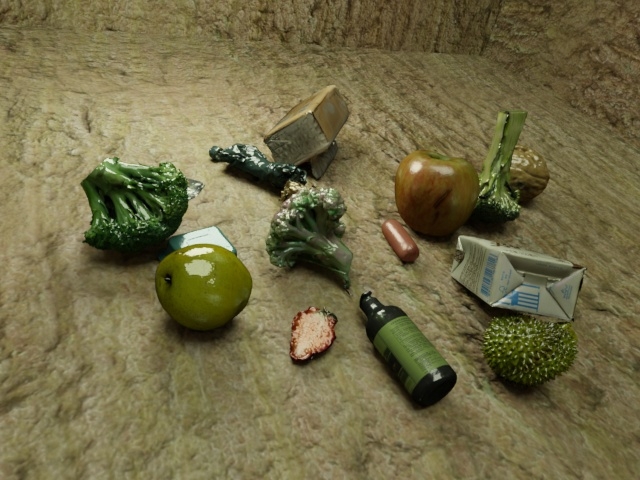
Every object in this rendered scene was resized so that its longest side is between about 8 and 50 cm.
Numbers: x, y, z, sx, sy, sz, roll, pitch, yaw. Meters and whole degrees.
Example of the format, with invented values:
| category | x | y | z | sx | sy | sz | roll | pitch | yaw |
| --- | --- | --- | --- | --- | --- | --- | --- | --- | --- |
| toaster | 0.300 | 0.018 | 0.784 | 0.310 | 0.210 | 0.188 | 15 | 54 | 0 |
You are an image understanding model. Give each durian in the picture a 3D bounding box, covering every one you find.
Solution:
| category | x | y | z | sx | sy | sz | roll | pitch | yaw |
| --- | --- | --- | --- | --- | --- | --- | --- | --- | --- |
| durian | 0.451 | 0.240 | 1.062 | 0.198 | 0.159 | 0.146 | 9 | -3 | 16 |

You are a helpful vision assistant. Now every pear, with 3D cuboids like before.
| category | x | y | z | sx | sy | sz | roll | pitch | yaw |
| --- | --- | --- | --- | --- | --- | --- | --- | --- | --- |
| pear | -0.246 | 0.098 | 1.030 | 0.198 | 0.198 | 0.198 | 8 | 37 | -6 |

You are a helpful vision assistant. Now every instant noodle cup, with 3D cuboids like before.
| category | x | y | z | sx | sy | sz | roll | pitch | yaw |
| --- | --- | --- | --- | --- | --- | --- | --- | --- | --- |
| instant noodle cup | -0.286 | 0.033 | 1.192 | 0.179 | 0.070 | 0.157 | -17 | 48 | -36 |

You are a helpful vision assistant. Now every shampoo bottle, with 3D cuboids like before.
| category | x | y | z | sx | sy | sz | roll | pitch | yaw |
| --- | --- | --- | --- | --- | --- | --- | --- | --- | --- |
| shampoo bottle | 0.168 | 0.216 | 1.061 | 0.101 | 0.101 | 0.284 | -11 | 43 | -29 |

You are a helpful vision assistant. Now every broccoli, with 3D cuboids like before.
| category | x | y | z | sx | sy | sz | roll | pitch | yaw |
| --- | --- | --- | --- | --- | --- | --- | --- | --- | --- |
| broccoli | -0.443 | -0.092 | 1.177 | 0.241 | 0.269 | 0.262 | 46 | 26 | -29 |
| broccoli | 0.563 | -0.238 | 1.589 | 0.221 | 0.362 | 0.252 | 15 | -2 | 14 |

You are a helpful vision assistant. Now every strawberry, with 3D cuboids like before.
| category | x | y | z | sx | sy | sz | roll | pitch | yaw |
| --- | --- | --- | --- | --- | --- | --- | --- | --- | --- |
| strawberry | -0.021 | 0.205 | 1.067 | 0.103 | 0.048 | 0.152 | 31 | 53 | 11 |

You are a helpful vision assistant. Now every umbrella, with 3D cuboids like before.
| category | x | y | z | sx | sy | sz | roll | pitch | yaw |
| --- | --- | --- | --- | --- | --- | --- | --- | --- | --- |
| umbrella | -0.204 | -0.245 | 1.550 | 0.348 | 0.143 | 0.094 | 22 | 81 | 24 |

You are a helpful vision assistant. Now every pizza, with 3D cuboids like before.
| category | x | y | z | sx | sy | sz | roll | pitch | yaw |
| --- | --- | --- | --- | --- | --- | --- | --- | --- | --- |
| pizza | -0.048 | -0.113 | 1.412 | 0.226 | 0.147 | 0.069 | 20 | 79 | 27 |

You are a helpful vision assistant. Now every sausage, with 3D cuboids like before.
| category | x | y | z | sx | sy | sz | roll | pitch | yaw |
| --- | --- | --- | --- | --- | --- | --- | --- | --- | --- |
| sausage | 0.225 | -0.002 | 1.399 | 0.062 | 0.062 | 0.154 | -4 | 40 | -22 |

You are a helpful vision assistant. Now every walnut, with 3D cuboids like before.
| category | x | y | z | sx | sy | sz | roll | pitch | yaw |
| --- | --- | --- | --- | --- | --- | --- | --- | --- | --- |
| walnut | 0.694 | -0.238 | 1.752 | 0.244 | 0.198 | 0.198 | 20 | 37 | 3 |

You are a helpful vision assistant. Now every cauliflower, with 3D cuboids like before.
| category | x | y | z | sx | sy | sz | roll | pitch | yaw |
| --- | --- | --- | --- | --- | --- | --- | --- | --- | --- |
| cauliflower | 0.000 | 0.000 | 1.244 | 0.315 | 0.239 | 0.256 | 45 | 4 | 12 |

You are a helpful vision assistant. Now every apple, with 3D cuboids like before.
| category | x | y | z | sx | sy | sz | roll | pitch | yaw |
| --- | --- | --- | --- | --- | --- | --- | --- | --- | --- |
| apple | 0.345 | -0.142 | 1.490 | 0.264 | 0.265 | 0.264 | 8 | 37 | -6 |

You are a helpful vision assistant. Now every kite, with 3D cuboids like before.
| category | x | y | z | sx | sy | sz | roll | pitch | yaw |
| --- | --- | --- | --- | --- | --- | --- | --- | --- | --- |
| kite | -0.471 | -0.178 | 1.456 | 0.245 | 0.015 | 0.141 | 22 | 35 | 10 |

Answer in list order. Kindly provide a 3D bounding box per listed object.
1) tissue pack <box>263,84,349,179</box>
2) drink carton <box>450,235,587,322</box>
| category | x | y | z | sx | sy | sz | roll | pitch | yaw |
| --- | --- | --- | --- | --- | --- | --- | --- | --- | --- |
| tissue pack | -0.019 | -0.364 | 1.703 | 0.238 | 0.239 | 0.306 | 18 | 36 | 6 |
| drink carton | 0.463 | 0.078 | 1.199 | 0.194 | 0.132 | 0.324 | 12 | 6 | -2 |
